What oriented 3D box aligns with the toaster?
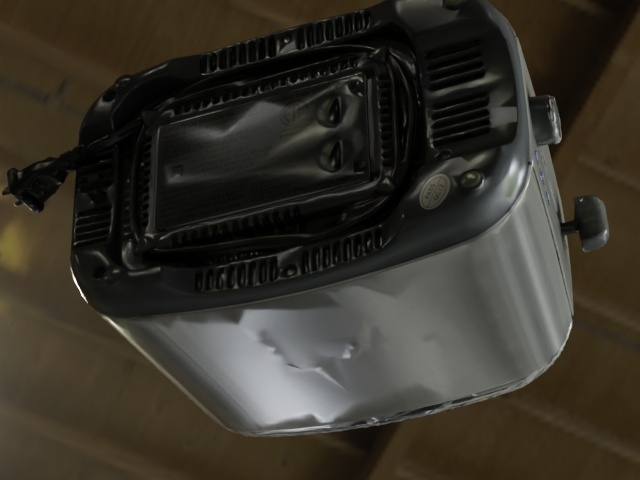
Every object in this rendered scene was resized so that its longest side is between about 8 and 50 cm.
[{"bbox_3d":[0.000,0.000,0.744,0.227,0.129,0.146,-14,-38,16],"label":"toaster"}]
